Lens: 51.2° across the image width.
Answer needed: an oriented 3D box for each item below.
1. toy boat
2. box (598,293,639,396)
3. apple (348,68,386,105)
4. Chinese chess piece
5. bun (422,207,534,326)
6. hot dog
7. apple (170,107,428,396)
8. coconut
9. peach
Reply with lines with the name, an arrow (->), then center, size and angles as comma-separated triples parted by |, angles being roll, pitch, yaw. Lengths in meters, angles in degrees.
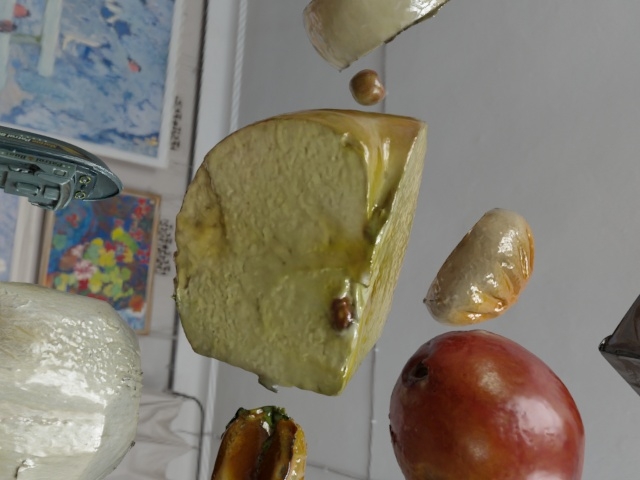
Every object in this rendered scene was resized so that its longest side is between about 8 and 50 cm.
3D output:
toy boat -> -0.510, -0.127, 1.217 | 0.114, 0.296, 0.122 | -54, -148, 41
box -> 0.628, 0.208, 1.106 | 0.153, 0.252, 0.188 | -52, -161, -16
apple -> 0.099, -0.326, 1.431 | 0.071, 0.084, 0.083 | -28, -121, 11
Chinese chess piece -> 0.128, -0.444, 1.212 | 0.338, 0.338, 0.140 | -21, -73, 44
bun -> 0.366, 0.081, 1.466 | 0.165, 0.299, 0.298 | 37, -68, 19
hot dog -> -0.075, 0.311, 0.718 | 0.115, 0.072, 0.268 | 16, -90, 29
apple -> 0.000, 0.000, 0.767 | 0.252, 0.314, 0.308 | 36, -59, 59
coconut -> -0.339, 0.169, 0.750 | 0.245, 0.248, 0.244 | -27, -122, 54
peach -> 0.221, 0.264, 0.932 | 0.238, 0.281, 0.280 | 156, -58, -86
